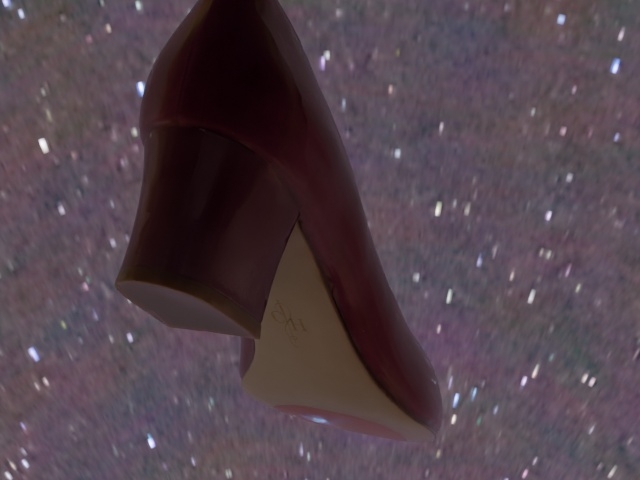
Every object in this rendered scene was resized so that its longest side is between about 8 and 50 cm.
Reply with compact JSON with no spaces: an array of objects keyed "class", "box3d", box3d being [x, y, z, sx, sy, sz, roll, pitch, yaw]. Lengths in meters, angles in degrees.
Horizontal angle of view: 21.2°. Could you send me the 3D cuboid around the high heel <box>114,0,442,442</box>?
[{"class":"high heel","box3d":[0.000,0.000,0.644,0.082,0.244,0.117,5,-108,30]}]
